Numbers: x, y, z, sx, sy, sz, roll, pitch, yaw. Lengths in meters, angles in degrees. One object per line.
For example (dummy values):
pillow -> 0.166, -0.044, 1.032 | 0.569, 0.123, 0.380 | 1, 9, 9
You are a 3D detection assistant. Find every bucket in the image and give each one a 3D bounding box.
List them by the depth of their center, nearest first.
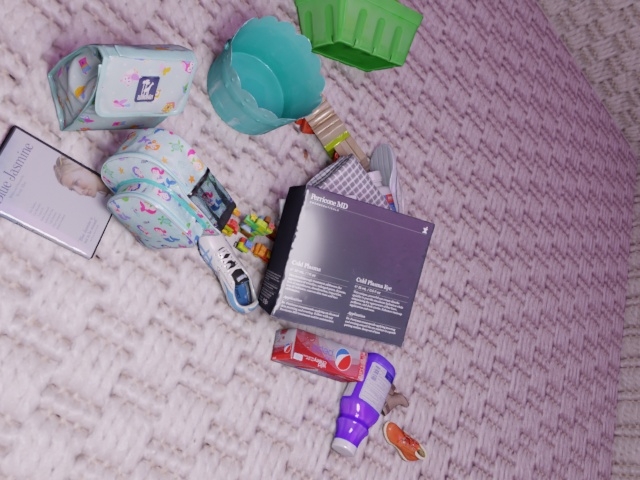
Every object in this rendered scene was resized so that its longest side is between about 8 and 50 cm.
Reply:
bucket -> -0.147, -0.415, 1.539 | 0.281, 0.183, 0.281 | 8, 76, -35

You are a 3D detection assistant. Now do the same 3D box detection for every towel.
towel -> 0.045, -0.065, 1.627 | 0.283, 0.121, 0.235 | -44, 111, -15

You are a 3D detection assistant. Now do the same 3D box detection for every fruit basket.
fruit basket -> 0.136, -0.741, 1.824 | 0.392, 0.283, 0.392 | -5, 98, -41

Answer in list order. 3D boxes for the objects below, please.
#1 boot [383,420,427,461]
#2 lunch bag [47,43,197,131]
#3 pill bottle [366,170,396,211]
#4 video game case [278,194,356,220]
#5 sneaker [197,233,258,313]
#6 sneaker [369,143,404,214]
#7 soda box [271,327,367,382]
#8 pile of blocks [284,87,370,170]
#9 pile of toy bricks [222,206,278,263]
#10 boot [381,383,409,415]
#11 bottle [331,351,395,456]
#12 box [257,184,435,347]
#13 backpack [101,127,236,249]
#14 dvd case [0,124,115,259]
boot -> 0.249, 0.586, 1.741 | 0.158, 0.084, 0.059 | 51, 52, -19
lunch bag -> -0.407, -0.328, 1.240 | 0.223, 0.262, 0.160 | -13, 88, -44
pill bottle -> 0.166, -0.094, 1.804 | 0.124, 0.124, 0.222 | -17, 92, -44
video game case -> 0.000, 0.000, 1.542 | 0.206, 0.026, 0.227 | -4, 94, -16
sneaker -> -0.217, 0.067, 1.439 | 0.085, 0.086, 0.237 | -35, 102, -40
sneaker -> 0.217, -0.178, 1.910 | 0.091, 0.094, 0.258 | 2, 84, -56
soda box -> 0.001, 0.308, 1.573 | 0.263, 0.092, 0.083 | 26, 62, -35
pile of blocks -> 0.002, -0.331, 1.745 | 0.112, 0.149, 0.362 | -35, 96, 2
pile of toy bricks -> -0.161, -0.028, 1.499 | 0.212, 0.105, 0.118 | 37, 57, -31
boot -> 0.209, 0.484, 1.763 | 0.118, 0.042, 0.087 | 52, 57, -19
bottle -> 0.115, 0.452, 1.643 | 0.118, 0.092, 0.283 | 45, 53, -24
box -> 0.060, 0.060, 1.456 | 0.343, 0.179, 0.313 | 16, 90, -17
backpack -> -0.335, -0.106, 1.262 | 0.253, 0.225, 0.191 | 60, 44, -33
dvd case -> -0.548, -0.096, 1.217 | 0.253, 0.022, 0.180 | 33, 59, -32
